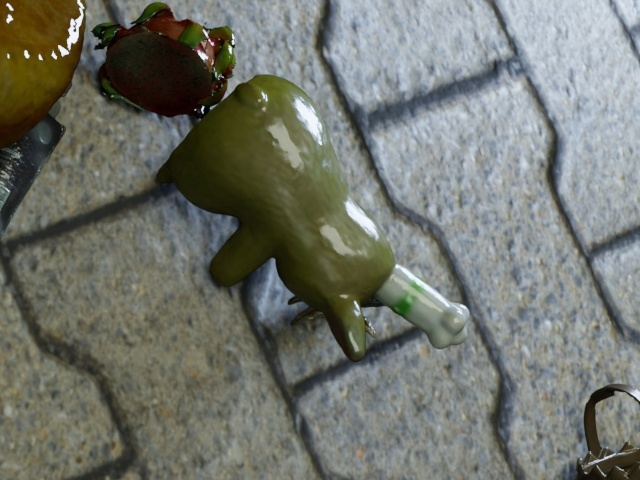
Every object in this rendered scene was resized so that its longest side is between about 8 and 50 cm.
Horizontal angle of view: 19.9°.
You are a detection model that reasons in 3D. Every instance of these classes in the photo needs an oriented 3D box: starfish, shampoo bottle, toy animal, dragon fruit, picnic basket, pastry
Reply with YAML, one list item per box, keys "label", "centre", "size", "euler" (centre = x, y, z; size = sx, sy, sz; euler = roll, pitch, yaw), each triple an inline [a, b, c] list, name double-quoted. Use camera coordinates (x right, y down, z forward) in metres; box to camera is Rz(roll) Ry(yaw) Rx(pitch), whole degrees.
- label: "starfish"
  centre: [0.035, 0.057, 2.042]
  size: [0.133, 0.041, 0.130]
  euler: [13, 51, 2]
- label: "shampoo bottle"
  centre: [-0.306, -0.095, 1.862]
  size: [0.057, 0.063, 0.207]
  euler: [41, 54, -27]
- label: "toy animal"
  centre: [-0.013, -0.003, 1.959]
  size: [0.181, 0.180, 0.363]
  euler: [-36, 99, -32]
- label: "dragon fruit"
  centre: [-0.160, -0.191, 1.974]
  size: [0.175, 0.138, 0.142]
  euler: [-41, 122, -57]
- label: "picnic basket"
  centre: [0.366, 0.253, 2.136]
  size: [0.138, 0.128, 0.178]
  euler: [-16, 91, -38]
- label: "pastry"
  centre: [-0.378, -0.244, 1.768]
  size: [0.356, 0.164, 0.356]
  euler: [29, 49, -39]
